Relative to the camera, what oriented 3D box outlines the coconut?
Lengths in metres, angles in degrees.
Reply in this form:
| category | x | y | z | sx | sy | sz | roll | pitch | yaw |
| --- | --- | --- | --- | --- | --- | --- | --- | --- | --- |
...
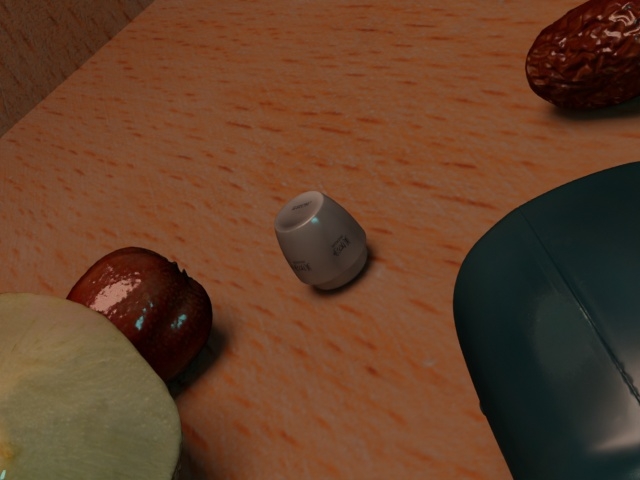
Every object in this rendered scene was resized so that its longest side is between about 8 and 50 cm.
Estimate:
| category | x | y | z | sx | sy | sz | roll | pitch | yaw |
| --- | --- | --- | --- | --- | --- | --- | --- | --- | --- |
| coconut | -0.297 | 0.203 | 0.881 | 0.353 | 0.352 | 0.352 | -26 | 32 | 18 |

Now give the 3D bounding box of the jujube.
| category | x | y | z | sx | sy | sz | roll | pitch | yaw |
| --- | --- | --- | --- | --- | --- | --- | --- | --- | --- |
| jujube | 0.298 | -0.199 | 1.022 | 0.176 | 0.109 | 0.112 | -21 | 34 | 54 |

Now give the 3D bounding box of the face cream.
| category | x | y | z | sx | sy | sz | roll | pitch | yaw |
| --- | --- | --- | --- | --- | --- | --- | --- | --- | --- |
| face cream | 0.000 | 0.000 | 1.069 | 0.091 | 0.095 | 0.091 | -26 | 33 | 18 |

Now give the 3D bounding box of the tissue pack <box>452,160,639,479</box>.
| category | x | y | z | sx | sy | sz | roll | pitch | yaw |
| --- | --- | --- | --- | --- | --- | --- | --- | --- | --- |
| tissue pack | 0.200 | 0.095 | 0.635 | 0.206 | 0.198 | 0.287 | -30 | 33 | 8 |

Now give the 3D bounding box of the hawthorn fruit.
| category | x | y | z | sx | sy | sz | roll | pitch | yaw |
| --- | --- | --- | --- | --- | --- | --- | --- | --- | --- |
| hawthorn fruit | -0.219 | 0.102 | 1.099 | 0.188 | 0.169 | 0.169 | -47 | 32 | -8 |
